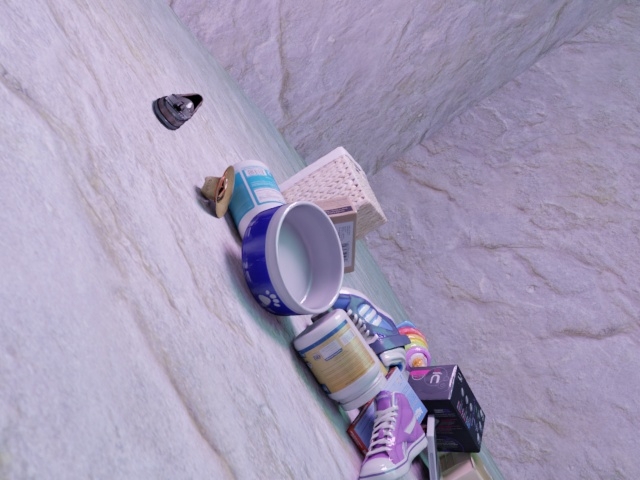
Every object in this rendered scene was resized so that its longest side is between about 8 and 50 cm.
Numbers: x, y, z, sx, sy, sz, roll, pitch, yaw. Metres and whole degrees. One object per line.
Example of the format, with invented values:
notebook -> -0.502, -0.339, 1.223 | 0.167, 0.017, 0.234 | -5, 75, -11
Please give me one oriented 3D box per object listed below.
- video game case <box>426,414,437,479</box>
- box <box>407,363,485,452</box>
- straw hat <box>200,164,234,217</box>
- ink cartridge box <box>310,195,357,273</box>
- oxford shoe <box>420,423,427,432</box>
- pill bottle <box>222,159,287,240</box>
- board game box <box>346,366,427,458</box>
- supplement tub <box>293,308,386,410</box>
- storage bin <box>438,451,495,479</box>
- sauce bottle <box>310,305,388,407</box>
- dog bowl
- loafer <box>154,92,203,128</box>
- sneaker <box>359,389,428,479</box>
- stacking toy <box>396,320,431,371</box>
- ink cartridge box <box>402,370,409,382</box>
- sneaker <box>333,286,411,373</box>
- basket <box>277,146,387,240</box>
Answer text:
video game case -> 0.324, 0.621, 1.672 | 0.201, 0.023, 0.183 | 2, 83, -78
box -> 0.399, 0.538, 1.851 | 0.270, 0.165, 0.143 | 59, 37, -27
straw hat -> -0.262, -0.129, 1.429 | 0.061, 0.144, 0.144 | 13, 9, 4
ink cartridge box -> 0.000, 0.000, 1.657 | 0.088, 0.194, 0.234 | -114, -163, -46
oxford shoe -> 0.269, 0.579, 1.703 | 0.212, 0.076, 0.075 | 19, 68, -69
pill bottle -> -0.162, -0.080, 1.527 | 0.146, 0.146, 0.264 | 44, 15, -52
board game box -> 0.169, 0.438, 1.410 | 0.145, 0.027, 0.281 | 55, 34, 1
supplement tub -> 0.047, 0.275, 1.337 | 0.199, 0.144, 0.144 | 56, 9, 0
storage bin -> 0.503, 0.809, 1.889 | 0.262, 0.123, 0.260 | 55, 8, 0
sauce bottle -> 0.097, 0.327, 1.540 | 0.344, 0.111, 0.111 | 54, 9, 1
dog bowl -> -0.059, 0.044, 1.355 | 0.265, 0.104, 0.264 | 20, 65, -52
loafer -> -0.386, -0.375, 1.605 | 0.096, 0.084, 0.267 | 53, 9, -16
sneaker -> 0.136, 0.419, 1.261 | 0.282, 0.102, 0.160 | -6, 75, -66
stacking toy -> 0.346, 0.434, 2.155 | 0.175, 0.166, 0.302 | 54, 1, -12
ink cartridge box -> 0.238, 0.471, 1.896 | 0.324, 0.072, 0.330 | 49, 10, -38
sneaker -> 0.125, 0.285, 1.695 | 0.323, 0.130, 0.236 | 30, 29, -30
basket -> 0.053, -0.139, 2.291 | 0.266, 0.332, 0.328 | 61, 11, 22
